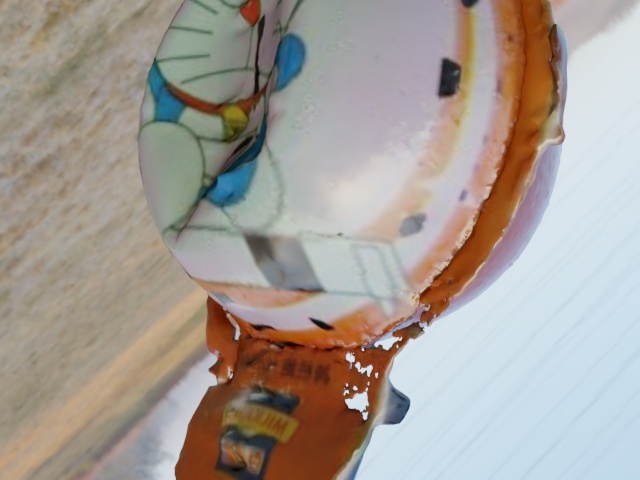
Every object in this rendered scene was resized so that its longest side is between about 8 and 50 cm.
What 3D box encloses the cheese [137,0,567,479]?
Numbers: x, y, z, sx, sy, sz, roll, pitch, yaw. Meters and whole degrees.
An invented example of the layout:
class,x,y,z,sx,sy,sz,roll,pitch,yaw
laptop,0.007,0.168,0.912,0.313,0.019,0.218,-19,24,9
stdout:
class,x,y,z,sx,sy,sz,roll,pitch,yaw
cheese,0.000,0.000,0.393,0.217,0.129,0.329,6,-102,52
